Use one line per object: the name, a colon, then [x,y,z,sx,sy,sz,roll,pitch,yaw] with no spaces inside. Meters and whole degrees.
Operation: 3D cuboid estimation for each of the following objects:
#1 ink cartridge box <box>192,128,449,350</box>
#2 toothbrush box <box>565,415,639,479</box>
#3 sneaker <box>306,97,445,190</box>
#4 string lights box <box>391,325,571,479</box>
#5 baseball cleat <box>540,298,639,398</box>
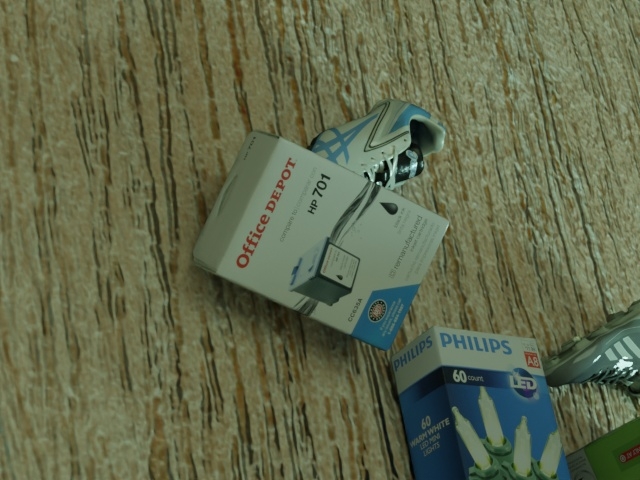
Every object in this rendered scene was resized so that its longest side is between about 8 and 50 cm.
ink cartridge box: [0.000,0.000,1.378,0.191,0.082,0.139,25,90,-24]
toothbrush box: [0.388,0.294,1.441,0.122,0.206,0.283,-7,66,-41]
sneaker: [0.049,-0.078,1.500,0.086,0.085,0.237,17,35,26]
string lights box: [0.161,0.218,1.406,0.133,0.077,0.259,8,57,-32]
baseball cleat: [0.318,0.133,1.591,0.206,0.072,0.109,-25,86,-41]
